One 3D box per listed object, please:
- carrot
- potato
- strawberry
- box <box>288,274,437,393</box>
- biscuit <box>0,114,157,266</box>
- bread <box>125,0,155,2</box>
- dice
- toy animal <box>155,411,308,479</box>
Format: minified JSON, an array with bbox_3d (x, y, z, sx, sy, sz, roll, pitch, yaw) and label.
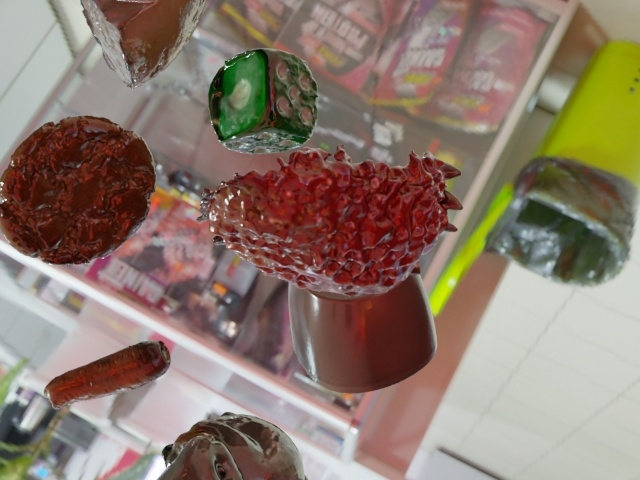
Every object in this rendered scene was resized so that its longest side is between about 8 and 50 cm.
[{"bbox_3d":[-0.289,0.184,1.379,0.186,0.060,0.060,-21,145,9],"label":"carrot"},{"bbox_3d":[-0.210,-0.350,1.486,0.211,0.264,0.189,45,168,37],"label":"potato"},{"bbox_3d":[0.000,0.000,1.057,0.233,0.138,0.306,-26,167,40],"label":"strawberry"},{"bbox_3d":[0.073,0.124,1.984,0.301,0.301,0.216,18,135,31],"label":"box"},{"bbox_3d":[-0.321,-0.063,1.357,0.226,0.226,0.042,46,176,-42],"label":"biscuit"},{"bbox_3d":[-0.264,-0.323,1.107,0.245,0.094,0.102,0,-130,-47],"label":"bread"},{"bbox_3d":[-0.082,-0.201,1.498,0.128,0.131,0.120,-12,164,38],"label":"dice"},{"bbox_3d":[-0.103,0.238,0.972,0.127,0.125,0.251,-18,178,15],"label":"toy animal"}]
